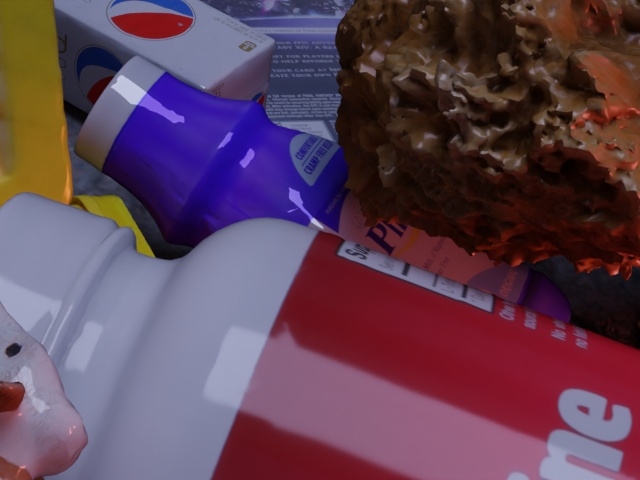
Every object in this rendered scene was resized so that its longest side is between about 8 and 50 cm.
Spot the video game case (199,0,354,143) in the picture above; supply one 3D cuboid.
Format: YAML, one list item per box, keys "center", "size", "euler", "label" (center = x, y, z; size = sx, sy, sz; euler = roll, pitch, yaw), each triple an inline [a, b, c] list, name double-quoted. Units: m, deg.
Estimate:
- center: [-0.001, -0.141, 1.253]
  size: [0.196, 0.026, 0.274]
  euler: [-3, 42, -25]
  label: "video game case"

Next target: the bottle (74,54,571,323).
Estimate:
- center: [0.000, 0.000, 0.987]
  size: [0.283, 0.092, 0.118]
  euler: [33, 25, 1]
  label: "bottle"

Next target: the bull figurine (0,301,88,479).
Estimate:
- center: [-0.200, 0.154, 0.631]
  size: [0.188, 0.310, 0.101]
  euler: [12, -7, 10]
  label: "bull figurine"

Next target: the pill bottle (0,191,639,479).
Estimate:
- center: [0.030, 0.128, 0.771]
  size: [0.408, 0.229, 0.229]
  euler: [20, 38, 2]
  label: "pill bottle"

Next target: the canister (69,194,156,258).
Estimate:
- center: [-0.172, 0.039, 0.924]
  size: [0.170, 0.073, 0.126]
  euler: [-8, 43, -28]
  label: "canister"

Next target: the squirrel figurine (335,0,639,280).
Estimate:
- center: [0.211, -0.071, 0.846]
  size: [0.397, 0.281, 0.370]
  euler: [-22, 36, -19]
  label: "squirrel figurine"

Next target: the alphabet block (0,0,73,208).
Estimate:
- center: [-0.253, -0.101, 0.897]
  size: [0.192, 0.193, 0.197]
  euler: [-14, 17, -29]
  label: "alphabet block"

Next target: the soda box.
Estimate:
- center: [-0.137, -0.129, 1.127]
  size: [0.216, 0.069, 0.074]
  euler: [29, 45, 22]
  label: "soda box"
